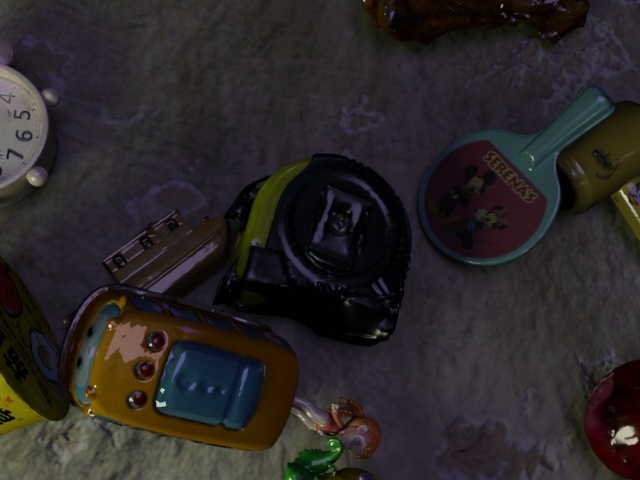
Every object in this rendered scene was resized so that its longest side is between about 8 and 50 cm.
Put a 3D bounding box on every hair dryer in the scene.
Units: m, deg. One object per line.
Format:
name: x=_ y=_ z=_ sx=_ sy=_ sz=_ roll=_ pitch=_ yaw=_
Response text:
hair dryer: x=0.370 y=-0.014 z=0.824 sx=0.135 sy=0.090 sz=0.278 roll=-30 pitch=86 yaw=-16

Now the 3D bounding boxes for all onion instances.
onion: x=0.342 y=0.186 z=0.736 sx=0.131 sy=0.131 sz=0.131 roll=2 pitch=73 yaw=-8

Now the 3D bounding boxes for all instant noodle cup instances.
instant noodle cup: x=-0.333 y=0.110 z=0.635 sx=0.144 sy=0.182 sz=0.182 roll=-27 pitch=79 yaw=-5

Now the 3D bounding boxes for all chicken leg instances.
chicken leg: x=0.191 y=-0.289 z=0.882 sx=0.304 sy=0.093 sz=0.113 roll=3 pitch=90 yaw=-16

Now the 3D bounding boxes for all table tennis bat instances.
table tennis bat: x=0.216 y=-0.076 z=0.786 sx=0.244 sy=0.040 sz=0.153 roll=-42 pitch=67 yaw=13

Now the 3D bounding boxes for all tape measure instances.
tape measure: x=0.000 y=0.000 z=0.733 sx=0.199 sy=0.112 sz=0.186 roll=18 pitch=62 yaw=-14

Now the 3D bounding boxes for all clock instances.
clock: x=-0.357 y=-0.109 z=0.751 sx=0.156 sy=0.063 sz=0.229 roll=4 pitch=75 yaw=-10

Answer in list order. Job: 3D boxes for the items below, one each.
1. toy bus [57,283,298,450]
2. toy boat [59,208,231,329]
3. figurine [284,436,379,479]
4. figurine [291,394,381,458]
toy bus: x=-0.122 y=0.120 z=0.648 sx=0.210 sy=0.136 sz=0.126 roll=20 pitch=82 yaw=-24
toy boat: x=-0.177 y=0.032 z=0.736 sx=0.200 sy=0.057 sz=0.077 roll=-39 pitch=77 yaw=-16
figurine: x=0.043 y=0.255 z=0.679 sx=0.115 sy=0.095 sz=0.156 roll=-33 pitch=84 yaw=-5
figurine: x=0.012 y=0.180 z=0.719 sx=0.109 sy=0.064 sz=0.047 roll=28 pitch=49 yaw=-9
